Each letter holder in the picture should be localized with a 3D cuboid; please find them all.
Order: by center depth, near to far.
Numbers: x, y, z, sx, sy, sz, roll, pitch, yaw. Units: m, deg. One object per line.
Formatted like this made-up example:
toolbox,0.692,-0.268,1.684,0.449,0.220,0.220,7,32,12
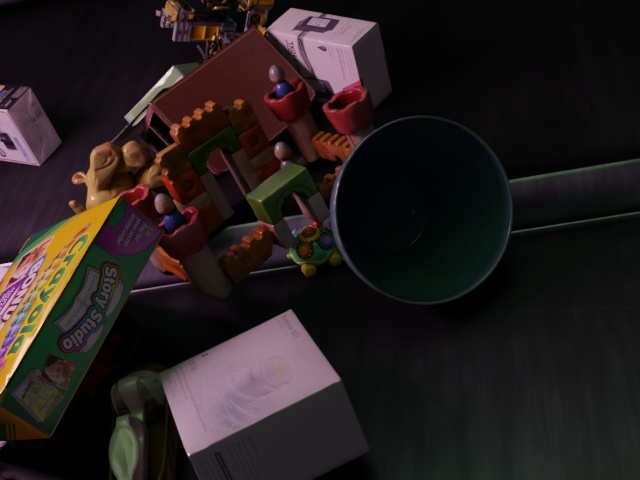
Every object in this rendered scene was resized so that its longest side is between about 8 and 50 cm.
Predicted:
letter holder,-0.184,-0.258,1.898,0.214,0.152,0.302,46,64,2

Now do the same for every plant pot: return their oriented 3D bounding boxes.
plant pot,0.138,-0.046,1.489,0.290,0.290,0.195,-29,7,-13

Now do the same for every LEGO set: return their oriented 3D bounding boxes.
LEGO set,-0.265,-0.550,2.155,0.192,0.255,0.331,-7,46,-30

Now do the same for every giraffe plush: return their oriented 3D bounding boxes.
giraffe plush,-0.415,-0.123,1.844,0.210,0.181,0.170,-54,31,11

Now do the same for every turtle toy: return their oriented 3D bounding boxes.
turtle toy,0.000,0.000,1.607,0.130,0.066,0.095,-24,42,-7

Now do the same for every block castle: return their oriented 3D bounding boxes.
block castle,-0.133,-0.125,1.626,0.453,0.213,0.303,-38,30,-19

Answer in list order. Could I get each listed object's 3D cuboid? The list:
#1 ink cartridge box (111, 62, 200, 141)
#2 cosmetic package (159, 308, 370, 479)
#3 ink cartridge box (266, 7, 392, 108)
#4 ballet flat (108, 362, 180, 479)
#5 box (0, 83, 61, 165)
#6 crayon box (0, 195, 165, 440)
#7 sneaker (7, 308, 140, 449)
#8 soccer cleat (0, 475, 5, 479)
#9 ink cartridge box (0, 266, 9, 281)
ink cartridge box,-0.345,-0.293,1.921,0.171,0.056,0.235,-41,-3,23
cosmetic package,-0.085,0.239,1.288,0.225,0.138,0.224,-25,27,-10
ink cartridge box,0.018,-0.383,1.939,0.237,0.172,0.100,20,54,35
ballet flat,-0.270,0.282,1.351,0.116,0.124,0.342,-13,41,5
box,-0.759,-0.272,2.096,0.290,0.169,0.087,10,51,26
crayon box,-0.433,0.126,1.408,0.313,0.106,0.363,-17,41,47
sneaker,-0.418,0.219,1.497,0.135,0.097,0.276,12,57,50
soccer cleat,-0.621,0.373,1.405,0.331,0.116,0.143,22,93,21
ink cartridge box,-0.571,0.131,1.649,0.203,0.086,0.148,9,48,26
